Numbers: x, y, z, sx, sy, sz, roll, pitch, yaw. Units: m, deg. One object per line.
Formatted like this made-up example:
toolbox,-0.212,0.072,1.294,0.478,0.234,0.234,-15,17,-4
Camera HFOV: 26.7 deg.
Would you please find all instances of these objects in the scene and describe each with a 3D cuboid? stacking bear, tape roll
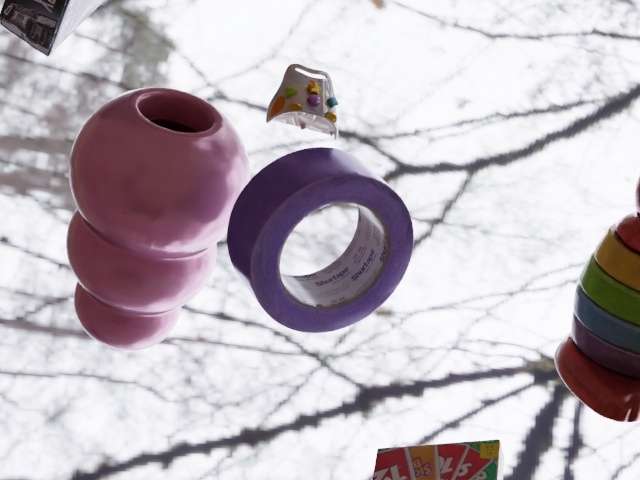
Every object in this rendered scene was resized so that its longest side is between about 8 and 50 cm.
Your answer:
stacking bear,0.377,0.034,1.498,0.164,0.175,0.289,43,-54,48
tape roll,0.000,0.000,1.451,0.189,0.189,0.080,-62,-148,15

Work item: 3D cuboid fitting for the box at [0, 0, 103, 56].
box,-0.236,-0.384,1.518,0.242,0.076,0.307,-57,-177,-38

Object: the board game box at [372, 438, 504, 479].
board game box,0.098,0.284,1.218,0.124,0.039,0.259,-7,-143,16

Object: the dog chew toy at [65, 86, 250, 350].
dog chew toy,-0.205,-0.009,1.576,0.206,0.207,0.331,46,-50,38

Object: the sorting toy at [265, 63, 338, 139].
sorting toy,-0.013,-0.160,1.484,0.045,0.083,0.075,126,-28,-53
